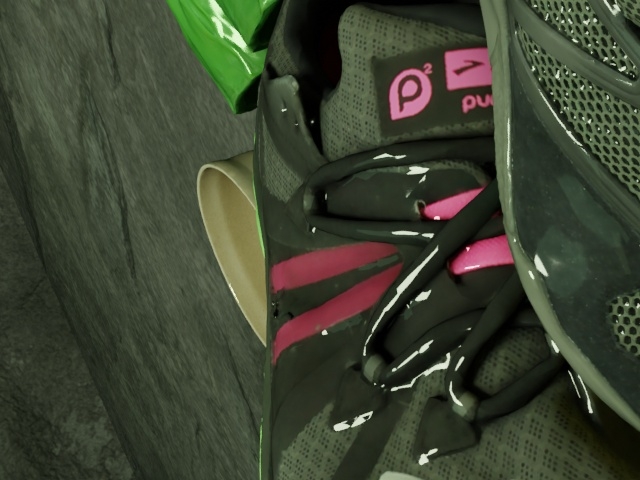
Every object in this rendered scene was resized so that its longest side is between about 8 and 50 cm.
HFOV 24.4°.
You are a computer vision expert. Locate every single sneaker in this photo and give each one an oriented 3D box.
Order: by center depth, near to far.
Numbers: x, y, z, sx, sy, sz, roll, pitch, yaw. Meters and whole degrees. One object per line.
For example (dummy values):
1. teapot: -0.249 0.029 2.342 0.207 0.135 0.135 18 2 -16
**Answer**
1. sneaker: 0.102 -0.033 0.391 0.130 0.087 0.227 -144 39 -70
2. sneaker: 0.050 0.011 0.633 0.202 0.185 0.482 88 168 -45

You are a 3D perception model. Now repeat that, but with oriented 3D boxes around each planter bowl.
1. planter bowl: 0.000 0.000 1.024 0.162 0.109 0.162 52 158 31

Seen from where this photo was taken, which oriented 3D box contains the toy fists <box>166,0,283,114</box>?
1. toy fists: -0.048 -0.184 0.922 0.142 0.096 0.279 57 170 4
